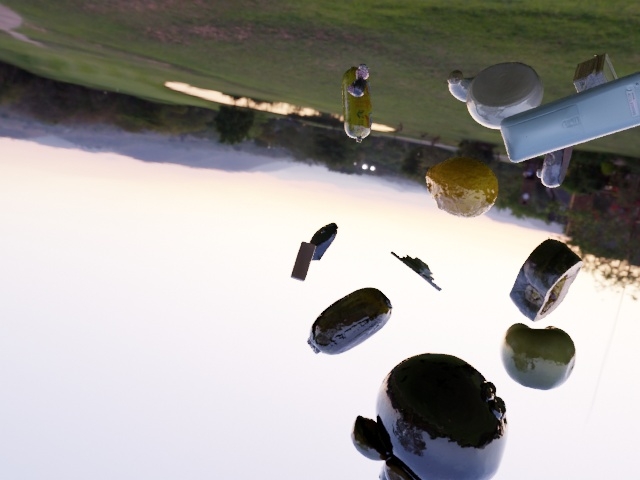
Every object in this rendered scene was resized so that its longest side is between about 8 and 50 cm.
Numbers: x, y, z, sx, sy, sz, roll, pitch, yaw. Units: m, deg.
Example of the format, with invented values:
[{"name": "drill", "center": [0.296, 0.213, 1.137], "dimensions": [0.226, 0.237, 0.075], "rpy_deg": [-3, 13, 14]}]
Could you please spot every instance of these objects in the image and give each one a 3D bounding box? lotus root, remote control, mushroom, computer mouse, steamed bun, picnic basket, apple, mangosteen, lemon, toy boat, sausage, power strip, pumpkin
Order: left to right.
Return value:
[{"name": "computer mouse", "center": [0.000, 0.000, 1.753], "dimensions": [0.057, 0.172, 0.099], "rpy_deg": [28, -146, -17]}, {"name": "lotus root", "center": [0.108, 0.328, 2.064], "dimensions": [0.179, 0.397, 0.196], "rpy_deg": [36, -157, -50]}, {"name": "sausage", "center": [0.156, -0.586, 2.222], "dimensions": [0.123, 0.347, 0.123], "rpy_deg": [-3, 171, -1]}, {"name": "power strip", "center": [0.417, 0.112, 2.208], "dimensions": [0.198, 0.064, 0.213], "rpy_deg": [32, -173, -42]}, {"name": "mangosteen", "center": [0.295, 0.514, 1.442], "dimensions": [0.435, 0.382, 0.382], "rpy_deg": [-34, 169, 23]}, {"name": "lemon", "center": [0.328, -0.125, 1.218], "dimensions": [0.142, 0.142, 0.187], "rpy_deg": [1, -155, -46]}, {"name": "mushroom", "center": [0.598, -0.621, 2.119], "dimensions": [0.270, 0.103, 0.118], "rpy_deg": [-4, 151, -38]}, {"name": "steamed bun", "center": [0.588, -0.448, 1.662], "dimensions": [0.232, 0.232, 0.145], "rpy_deg": [15, 156, 32]}, {"name": "apple", "center": [0.890, 0.478, 2.126], "dimensions": [0.295, 0.257, 0.233], "rpy_deg": [5, 180, 11]}, {"name": "pumpkin", "center": [0.771, 0.129, 1.767], "dimensions": [0.222, 0.317, 0.139], "rpy_deg": [-32, -128, -22]}, {"name": "toy boat", "center": [0.815, -0.297, 1.807], "dimensions": [0.085, 0.227, 0.155], "rpy_deg": [15, 177, 31]}, {"name": "remote control", "center": [0.531, -0.251, 1.079], "dimensions": [0.293, 0.103, 0.051], "rpy_deg": [-17, -171, 25]}, {"name": "picnic basket", "center": [0.795, -0.435, 1.483], "dimensions": [0.079, 0.164, 0.115], "rpy_deg": [-16, -148, 44]}]

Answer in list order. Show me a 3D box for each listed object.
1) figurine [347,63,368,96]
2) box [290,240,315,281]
[{"name": "figurine", "center": [0.148, -0.607, 1.971], "dimensions": [0.054, 0.129, 0.072], "rpy_deg": [15, 171, 36]}, {"name": "box", "center": [-0.051, 0.061, 1.509], "dimensions": [0.048, 0.115, 0.025], "rpy_deg": [18, 166, -8]}]
